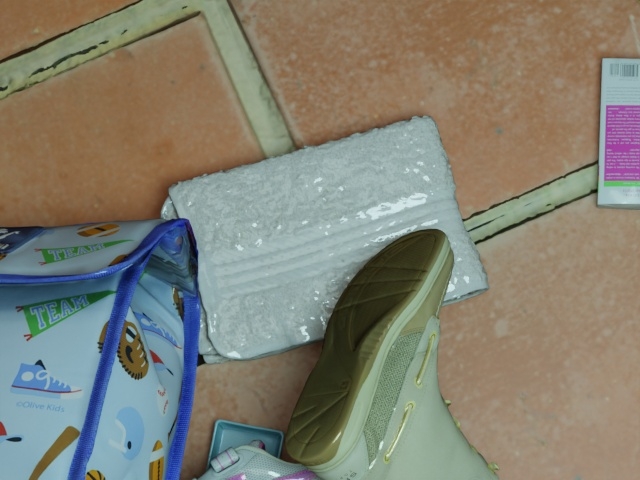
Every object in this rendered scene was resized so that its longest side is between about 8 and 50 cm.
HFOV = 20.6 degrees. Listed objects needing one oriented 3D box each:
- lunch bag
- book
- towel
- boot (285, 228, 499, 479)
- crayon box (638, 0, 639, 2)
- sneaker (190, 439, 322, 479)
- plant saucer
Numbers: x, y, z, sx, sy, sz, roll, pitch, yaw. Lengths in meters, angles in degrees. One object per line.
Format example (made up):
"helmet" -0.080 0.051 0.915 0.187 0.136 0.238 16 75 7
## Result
"lunch bag" -0.291 0.132 1.543 0.328 0.239 0.385 -2 47 14
"book" 0.313 -0.101 1.670 0.096 0.035 0.144 3 79 9
"towel" 0.000 0.000 1.668 0.282 0.049 0.187 -17 79 1
"boot" 0.092 0.141 1.581 0.095 0.203 0.262 -11 43 44
"crayon box" 0.285 -0.456 1.704 0.363 0.106 0.313 40 86 11
"sneaker" -0.078 0.241 1.590 0.252 0.103 0.111 -7 74 -3
"plant saucer" -0.083 0.267 1.638 0.067 0.018 0.192 10 79 7
